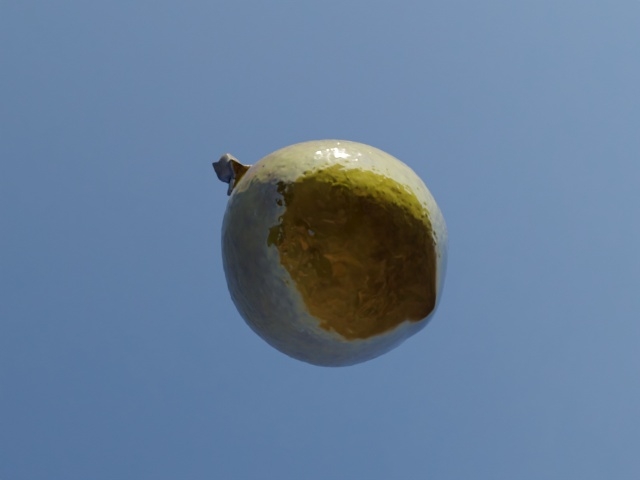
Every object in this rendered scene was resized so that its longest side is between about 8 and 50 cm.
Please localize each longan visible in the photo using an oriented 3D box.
[{"bbox_3d":[0.000,0.000,1.020,0.145,0.176,0.154,-35,-25,-35],"label":"longan"}]
